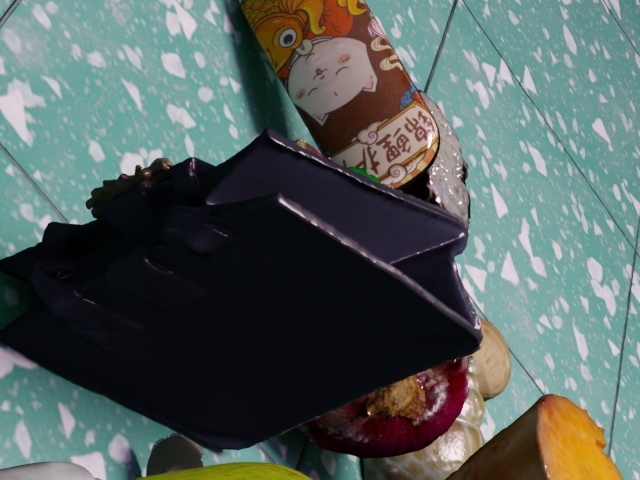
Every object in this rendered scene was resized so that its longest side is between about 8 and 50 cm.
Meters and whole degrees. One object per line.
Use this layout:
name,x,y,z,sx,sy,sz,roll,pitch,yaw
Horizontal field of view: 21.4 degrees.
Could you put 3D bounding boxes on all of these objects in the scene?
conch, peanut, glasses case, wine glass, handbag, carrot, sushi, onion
conch,0.118,0.218,1.766,0.116,0.106,0.173,50,42,11
peanut,0.131,0.114,1.874,0.228,0.085,0.104,32,54,-41
glasses case,0.017,-0.189,1.819,0.321,0.122,0.082,61,4,23
wine glass,-0.192,0.198,1.320,0.262,0.074,0.074,1,68,-57
handbag,-0.064,0.038,1.400,0.329,0.303,0.122,29,45,-44
carrot,0.156,0.281,1.611,0.196,0.254,0.196,44,28,-30
sushi,0.091,-0.067,1.892,0.124,0.127,0.225,51,23,-30
onion,0.038,0.127,1.673,0.195,0.218,0.140,-6,102,-19

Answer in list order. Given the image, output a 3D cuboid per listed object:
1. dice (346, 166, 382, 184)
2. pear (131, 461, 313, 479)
dice,0.000,0.000,1.704,0.128,0.131,0.120,-17,86,-61
pear,-0.061,0.297,1.184,0.318,0.238,0.342,-79,177,-57
